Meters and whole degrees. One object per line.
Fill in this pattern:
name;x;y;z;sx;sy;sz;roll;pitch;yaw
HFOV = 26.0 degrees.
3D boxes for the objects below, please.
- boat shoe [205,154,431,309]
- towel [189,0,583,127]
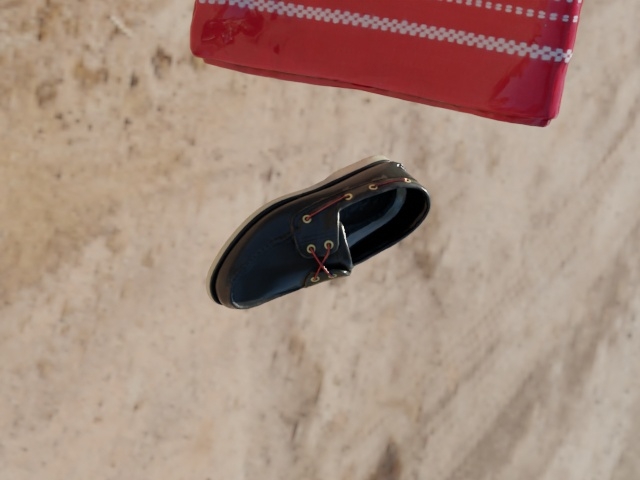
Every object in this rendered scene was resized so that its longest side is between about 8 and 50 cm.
boat shoe;0.000;-0.001;0.738;0.133;0.042;0.049;-30;132;-23
towel;0.037;-0.199;0.628;0.031;0.198;0.275;-29;131;-62
